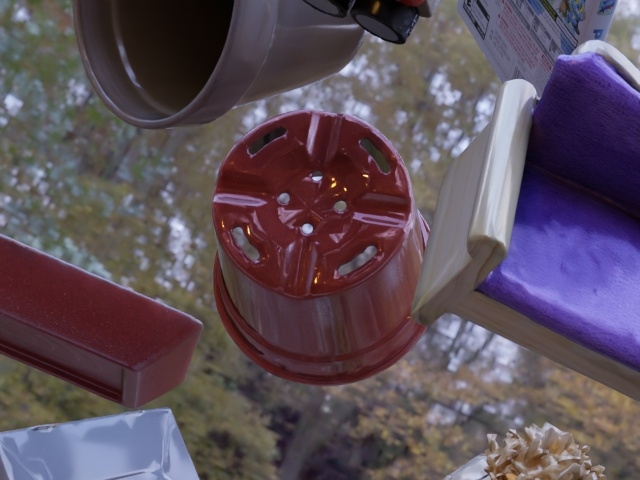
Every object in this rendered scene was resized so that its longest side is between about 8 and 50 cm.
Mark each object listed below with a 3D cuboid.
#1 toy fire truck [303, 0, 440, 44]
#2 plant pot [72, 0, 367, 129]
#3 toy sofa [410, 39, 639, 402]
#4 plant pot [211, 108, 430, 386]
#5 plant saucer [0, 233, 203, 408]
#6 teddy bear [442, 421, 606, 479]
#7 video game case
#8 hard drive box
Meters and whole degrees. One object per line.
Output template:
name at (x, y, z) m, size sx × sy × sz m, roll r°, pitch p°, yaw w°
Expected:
toy fire truck at (-0.013, -0.269, 0.996) m, size 0.217 × 0.158 × 0.246 m, roll 28°, pitch -6°, yaw 18°
plant pot at (-0.098, -0.293, 1.476) m, size 0.280 × 0.323 × 0.323 m, roll -3°, pitch 7°, yaw -44°
toy sofa at (0.261, 0.031, 0.837) m, size 0.363 × 0.150 × 0.177 m, roll 26°, pitch -37°, yaw -11°
plant pot at (0.000, 0.000, 1.319) m, size 0.273 × 0.272 × 0.265 m, roll 23°, pitch -15°, yaw 10°
plant saucer at (-0.223, 0.055, 0.912) m, size 0.259 × 0.047 × 0.258 m, roll 23°, pitch -18°, yaw -3°
teddy bear at (0.029, 0.176, 0.533) m, size 0.113 × 0.338 × 0.245 m, roll 44°, pitch -36°, yaw 29°
video game case at (0.263, -0.323, 1.483) m, size 0.036 × 0.329 × 0.299 m, roll -5°, pitch -46°, yaw -16°
hard drive box at (-0.217, 0.202, 0.792) m, size 0.232 × 0.089 × 0.181 m, roll -31°, pitch -15°, yaw 22°
